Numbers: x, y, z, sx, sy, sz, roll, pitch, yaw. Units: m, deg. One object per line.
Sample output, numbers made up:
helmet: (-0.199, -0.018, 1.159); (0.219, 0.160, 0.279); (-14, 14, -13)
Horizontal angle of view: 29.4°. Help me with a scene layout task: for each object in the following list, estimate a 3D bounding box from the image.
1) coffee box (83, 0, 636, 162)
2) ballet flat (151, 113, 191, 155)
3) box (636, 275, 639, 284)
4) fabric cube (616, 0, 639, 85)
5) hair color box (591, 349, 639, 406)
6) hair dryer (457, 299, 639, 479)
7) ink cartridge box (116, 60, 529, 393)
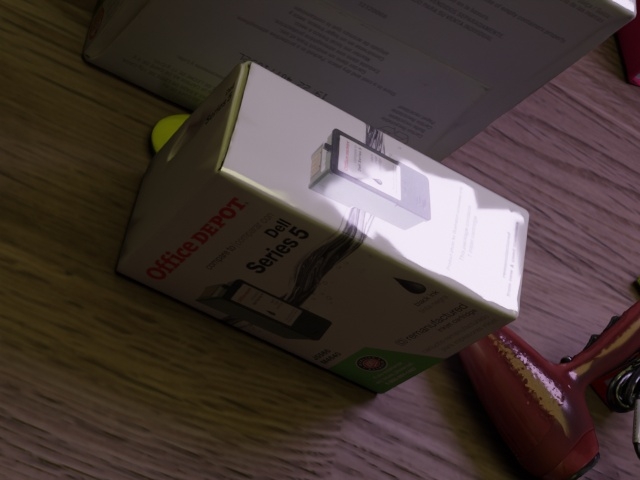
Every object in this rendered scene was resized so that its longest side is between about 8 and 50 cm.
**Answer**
coffee box: (0.037, -0.302, 1.097); (0.338, 0.338, 0.334); (24, 54, -23)
ballet flat: (-0.035, -0.065, 1.089); (0.231, 0.077, 0.077); (25, 57, -21)
box: (0.434, 0.093, 1.348); (0.109, 0.042, 0.178); (-25, 81, -44)
fabric cube: (0.525, -0.345, 1.514); (0.259, 0.254, 0.258); (7, 62, -31)
hair color box: (0.341, 0.111, 1.257); (0.043, 0.072, 0.141); (51, 48, -1)
hair dryer: (0.249, 0.124, 1.154); (0.294, 0.080, 0.223); (16, 67, -11)
ink cartridge box: (0.000, 0.000, 0.998); (0.273, 0.198, 0.114); (26, 54, -20)
